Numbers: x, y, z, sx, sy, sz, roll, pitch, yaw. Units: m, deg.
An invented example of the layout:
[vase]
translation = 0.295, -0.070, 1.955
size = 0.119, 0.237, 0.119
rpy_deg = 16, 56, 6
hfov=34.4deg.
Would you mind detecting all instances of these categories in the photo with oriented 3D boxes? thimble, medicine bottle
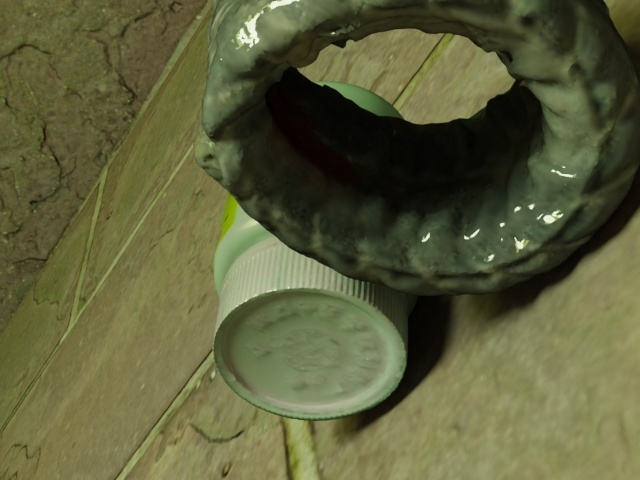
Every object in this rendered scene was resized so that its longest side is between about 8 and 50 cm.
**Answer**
[thimble]
translation = 0.050, -0.087, 0.579
size = 0.172, 0.237, 0.205
rpy_deg = -92, 4, -54
[medicine bottle]
translation = 0.000, 0.000, 0.717
size = 0.139, 0.139, 0.225
rpy_deg = -47, 23, 33
